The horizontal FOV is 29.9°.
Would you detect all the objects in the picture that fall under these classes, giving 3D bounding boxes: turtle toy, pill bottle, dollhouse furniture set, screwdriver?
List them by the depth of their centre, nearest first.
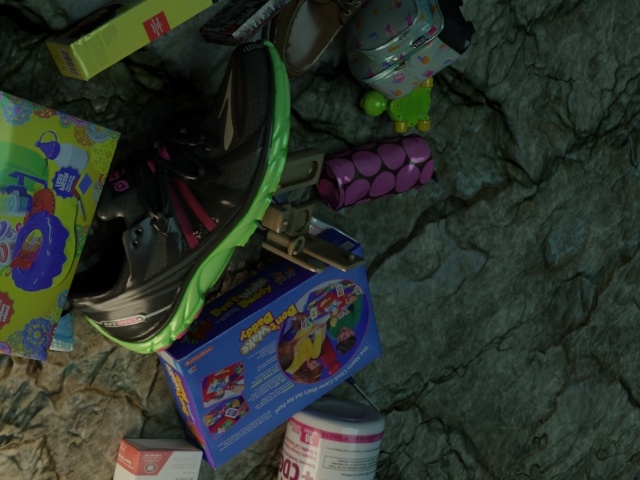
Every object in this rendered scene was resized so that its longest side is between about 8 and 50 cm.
[{"bbox_3d":[-0.005,-0.040,1.761,0.144,0.123,0.151,-19,129,-53],"label":"dollhouse furniture set"},{"bbox_3d":[0.127,-0.227,1.961,0.130,0.066,0.095,-8,109,-35],"label":"turtle toy"},{"bbox_3d":[0.006,0.413,1.976,0.160,0.160,0.283,4,99,-38],"label":"pill bottle"},{"bbox_3d":[0.065,0.251,2.069,0.025,0.024,0.170,-38,128,11],"label":"screwdriver"}]

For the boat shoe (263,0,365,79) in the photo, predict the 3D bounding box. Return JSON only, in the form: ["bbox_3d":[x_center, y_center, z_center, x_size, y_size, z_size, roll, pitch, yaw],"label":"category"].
[{"bbox_3d":[0.013,-0.384,1.809,0.111,0.104,0.307,26,86,-39],"label":"boat shoe"}]

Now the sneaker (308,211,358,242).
[{"bbox_3d":[0.000,0.000,1.939,0.134,0.051,0.070,25,103,-48],"label":"sneaker"}]

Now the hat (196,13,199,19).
[{"bbox_3d":[-0.067,-0.425,1.774,0.209,0.173,0.183,10,130,-25],"label":"hat"}]

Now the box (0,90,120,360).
[{"bbox_3d":[-0.423,-0.039,1.459,0.177,0.279,0.289,18,91,-38],"label":"box"}]

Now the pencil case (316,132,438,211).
[{"bbox_3d":[0.088,-0.107,1.952,0.209,0.095,0.098,-15,131,-31],"label":"pencil case"}]

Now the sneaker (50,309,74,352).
[{"bbox_3d":[-0.414,0.111,1.656,0.162,0.063,0.073,16,76,-44],"label":"sneaker"}]

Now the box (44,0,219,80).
[{"bbox_3d":[-0.256,-0.302,1.640,0.232,0.087,0.058,-36,121,-26],"label":"box"}]

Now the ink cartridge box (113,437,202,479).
[{"bbox_3d":[-0.261,0.407,1.833,0.115,0.067,0.198,9,95,-38],"label":"ink cartridge box"}]

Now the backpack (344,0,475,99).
[{"bbox_3d":[0.121,-0.320,1.856,0.144,0.165,0.188,17,136,-38],"label":"backpack"}]

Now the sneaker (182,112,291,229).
[{"bbox_3d":[-0.125,-0.120,1.811,0.223,0.083,0.098,54,40,-30],"label":"sneaker"}]

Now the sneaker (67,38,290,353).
[{"bbox_3d":[-0.194,-0.065,1.646,0.202,0.185,0.482,26,101,-23],"label":"sneaker"}]

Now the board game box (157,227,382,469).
[{"bbox_3d":[-0.072,0.166,1.872,0.347,0.078,0.233,-31,130,-25],"label":"board game box"}]

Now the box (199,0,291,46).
[{"bbox_3d":[-0.101,-0.336,1.742,0.137,0.094,0.027,-46,125,-19],"label":"box"}]
